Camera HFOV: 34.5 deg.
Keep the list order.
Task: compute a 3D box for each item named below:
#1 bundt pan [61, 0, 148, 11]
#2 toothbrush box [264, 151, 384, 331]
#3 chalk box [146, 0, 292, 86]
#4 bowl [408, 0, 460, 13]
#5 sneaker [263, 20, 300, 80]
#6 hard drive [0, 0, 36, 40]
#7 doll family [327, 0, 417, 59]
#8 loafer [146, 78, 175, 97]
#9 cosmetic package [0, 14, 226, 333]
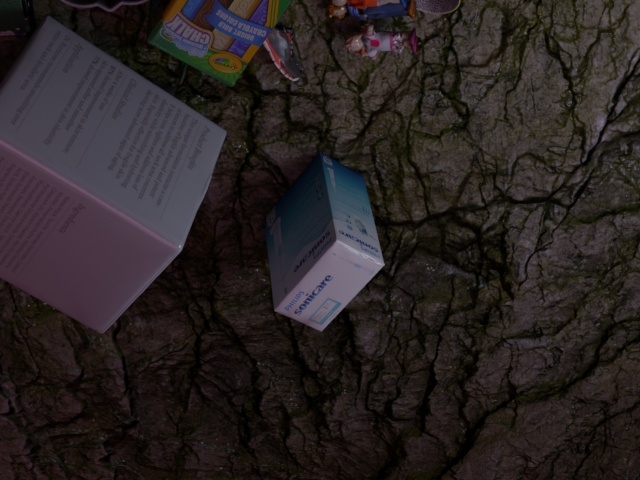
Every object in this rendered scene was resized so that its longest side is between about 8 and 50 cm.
[{"bbox_3d":[-0.365,-0.557,1.700,0.330,0.124,0.331,-4,124,-6],"label":"bundt pan"},{"bbox_3d":[0.000,0.000,2.111,0.126,0.296,0.216,27,121,-26],"label":"toothbrush box"},{"bbox_3d":[-0.193,-0.410,1.821,0.179,0.180,0.289,26,120,-26],"label":"chalk box"},{"bbox_3d":[0.189,-0.492,1.853,0.170,0.080,0.170,25,164,8],"label":"bowl"},{"bbox_3d":[-0.070,-0.370,1.951,0.064,0.061,0.158,-32,128,8],"label":"sneaker"},{"bbox_3d":[-0.634,-0.498,1.764,0.236,0.064,0.339,-5,129,-4],"label":"hard drive"},{"bbox_3d":[0.087,-0.434,1.869,0.163,0.118,0.263,3,162,12],"label":"doll family"},{"bbox_3d":[-0.365,-0.274,1.986,0.170,0.061,0.062,0,129,-8],"label":"loafer"},{"bbox_3d":[-0.442,-0.111,1.861,0.393,0.329,0.327,33,132,-17],"label":"cosmetic package"}]
